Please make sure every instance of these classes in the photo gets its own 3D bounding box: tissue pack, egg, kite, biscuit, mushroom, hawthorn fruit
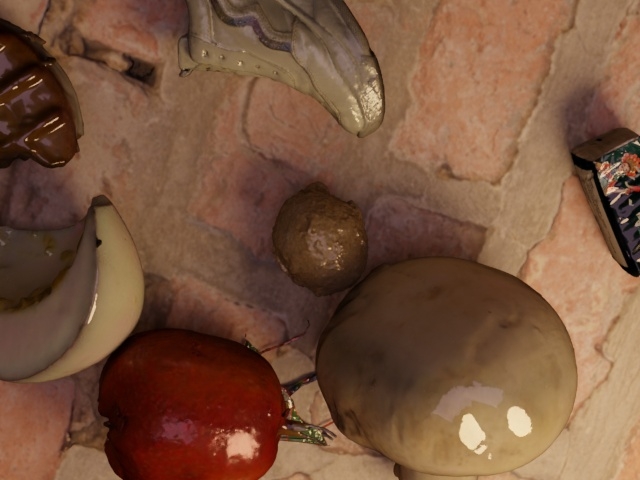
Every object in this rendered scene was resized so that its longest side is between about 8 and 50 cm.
[{"bbox_3d":[0.396,-0.051,1.155,0.090,0.103,0.170,-25,101,7],"label":"tissue pack"},{"bbox_3d":[-0.312,0.066,1.083,0.271,0.162,0.206,-17,77,25],"label":"egg"},{"bbox_3d":[-0.029,0.193,1.213,0.244,0.006,0.198,-32,101,2],"label":"kite"},{"bbox_3d":[-0.480,-0.145,1.058,0.366,0.115,0.268,-29,102,0],"label":"biscuit"},{"bbox_3d":[0.000,0.000,1.126,0.118,0.116,0.140,-27,95,-38],"label":"egg"},{"bbox_3d":[0.157,0.194,1.118,0.314,0.314,0.336,-7,129,-3],"label":"mushroom"},{"bbox_3d":[-0.126,0.217,1.111,0.299,0.211,0.211,6,100,-8],"label":"hawthorn fruit"}]

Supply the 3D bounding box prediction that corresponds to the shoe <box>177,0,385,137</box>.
[{"bbox_3d":[-0.073,-0.245,1.071,0.210,0.132,0.342,-33,98,6],"label":"shoe"}]
